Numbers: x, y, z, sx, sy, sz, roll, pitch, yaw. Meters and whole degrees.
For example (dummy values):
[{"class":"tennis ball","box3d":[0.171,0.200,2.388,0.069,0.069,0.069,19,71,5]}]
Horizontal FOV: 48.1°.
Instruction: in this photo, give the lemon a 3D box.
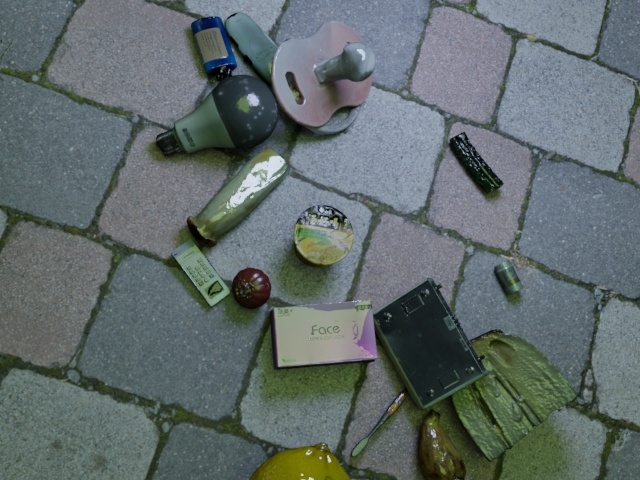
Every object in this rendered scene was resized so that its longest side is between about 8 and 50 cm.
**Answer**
[{"class":"lemon","box3d":[-0.050,0.594,1.545,0.268,0.268,0.322,35,90,0]}]

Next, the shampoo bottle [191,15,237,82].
[{"class":"shampoo bottle","box3d":[-0.278,-0.502,1.898,0.087,0.050,0.183,-16,79,-17]}]

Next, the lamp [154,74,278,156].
[{"class":"lamp","box3d":[-0.247,-0.281,1.804,0.314,0.182,0.182,-39,85,4]}]

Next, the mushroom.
[{"class":"mushroom","box3d":[-0.205,-0.109,1.796,0.100,0.081,0.312,45,71,-3]}]

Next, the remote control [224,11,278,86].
[{"class":"remote control","box3d":[-0.164,-0.512,1.925,0.097,0.045,0.256,-39,83,-17]}]

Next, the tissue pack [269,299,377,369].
[{"class":"tissue pack","box3d":[0.006,0.233,1.738,0.246,0.092,0.149,-4,78,-12]}]

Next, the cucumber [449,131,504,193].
[{"class":"cucumber","box3d":[0.420,-0.210,1.946,0.058,0.058,0.187,-34,83,-16]}]

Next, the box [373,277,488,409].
[{"class":"box","box3d":[0.260,0.248,1.736,0.210,0.045,0.270,-33,74,20]}]

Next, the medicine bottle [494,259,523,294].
[{"class":"medicine bottle","box3d":[0.495,0.097,1.884,0.047,0.047,0.083,-23,81,-15]}]

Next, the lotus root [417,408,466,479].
[{"class":"lotus root","box3d":[0.282,0.506,1.722,0.108,0.094,0.191,8,56,-49]}]

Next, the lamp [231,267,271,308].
[{"class":"lamp","box3d":[-0.168,0.115,1.739,0.101,0.090,0.101,0,91,20]}]

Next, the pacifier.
[{"class":"pacifier","box3d":[0.023,-0.432,1.841,0.332,0.273,0.220,-34,72,-31]}]

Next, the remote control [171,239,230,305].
[{"class":"remote control","box3d":[-0.293,0.078,1.758,0.065,0.029,0.166,-37,89,-18]}]

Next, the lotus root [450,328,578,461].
[{"class":"lotus root","box3d":[0.433,0.351,1.762,0.267,0.149,0.260,-40,78,6]}]

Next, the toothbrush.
[{"class":"toothbrush","box3d":[0.181,0.406,1.756,0.023,0.031,0.321,44,73,2]}]

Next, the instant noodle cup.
[{"class":"instant noodle cup","box3d":[0.000,0.000,1.782,0.151,0.122,0.152,2,76,-7]}]
